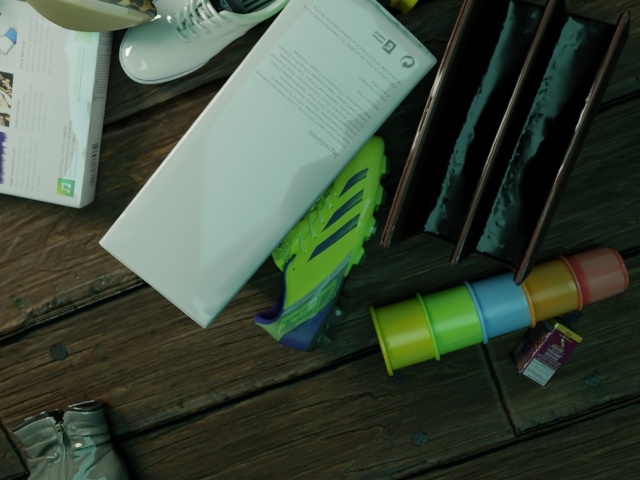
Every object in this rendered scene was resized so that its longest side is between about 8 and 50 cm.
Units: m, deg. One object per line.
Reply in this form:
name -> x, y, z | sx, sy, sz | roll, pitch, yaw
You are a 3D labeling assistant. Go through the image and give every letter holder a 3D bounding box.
letter holder -> 0.198, -0.114, 0.727 | 0.152, 0.214, 0.302 | 23, 104, 18

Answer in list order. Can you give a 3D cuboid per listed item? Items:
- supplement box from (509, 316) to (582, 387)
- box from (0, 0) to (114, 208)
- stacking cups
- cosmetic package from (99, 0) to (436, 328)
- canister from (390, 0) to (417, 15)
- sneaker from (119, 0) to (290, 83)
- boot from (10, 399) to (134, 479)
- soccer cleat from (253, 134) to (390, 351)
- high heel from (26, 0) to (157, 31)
supplement box -> 0.293, 0.140, 0.890 | 0.043, 0.055, 0.083 | 32, 103, -8
box -> -0.424, -0.183, 0.818 | 0.322, 0.058, 0.232 | 11, 104, -4
stacking cups -> 0.224, 0.085, 0.868 | 0.316, 0.096, 0.096 | -16, 103, 0
cosmetic package -> -0.055, -0.104, 0.763 | 0.155, 0.197, 0.365 | 41, 100, -9
canister -> 0.051, -0.330, 0.742 | 0.170, 0.126, 0.073 | 36, 102, -6
sneaker -> -0.125, -0.265, 0.775 | 0.258, 0.091, 0.094 | -32, 101, 8
boot -> -0.386, 0.318, 0.939 | 0.246, 0.083, 0.161 | -22, 96, 0
soccer cleat -> 0.000, 0.001, 0.841 | 0.121, 0.093, 0.289 | 21, 103, 2
high heel -> -0.284, -0.333, 0.740 | 0.261, 0.093, 0.186 | 13, 77, 4
